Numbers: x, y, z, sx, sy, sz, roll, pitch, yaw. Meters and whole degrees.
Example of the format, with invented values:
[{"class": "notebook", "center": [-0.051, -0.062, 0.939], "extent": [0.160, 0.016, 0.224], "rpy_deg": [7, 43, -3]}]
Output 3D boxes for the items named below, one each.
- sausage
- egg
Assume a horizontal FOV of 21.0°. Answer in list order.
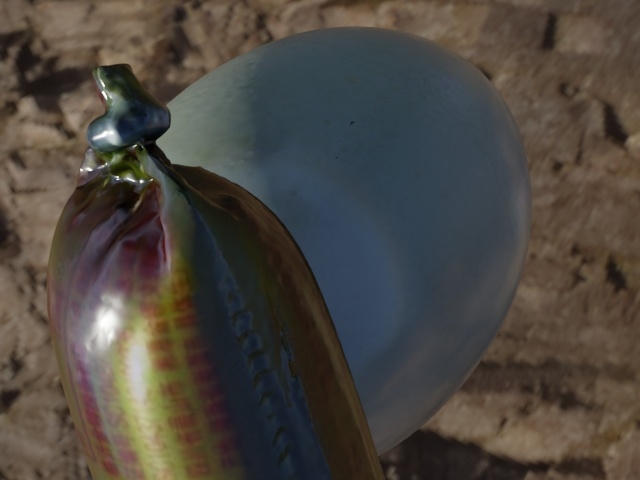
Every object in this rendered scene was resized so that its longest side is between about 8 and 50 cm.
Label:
[{"class": "sausage", "center": [-0.003, 0.123, 0.461], "extent": [0.082, 0.082, 0.372], "rpy_deg": [-7, 115, 21]}, {"class": "egg", "center": [0.000, 0.000, 0.643], "extent": [0.151, 0.209, 0.151], "rpy_deg": [22, 132, 26]}]
